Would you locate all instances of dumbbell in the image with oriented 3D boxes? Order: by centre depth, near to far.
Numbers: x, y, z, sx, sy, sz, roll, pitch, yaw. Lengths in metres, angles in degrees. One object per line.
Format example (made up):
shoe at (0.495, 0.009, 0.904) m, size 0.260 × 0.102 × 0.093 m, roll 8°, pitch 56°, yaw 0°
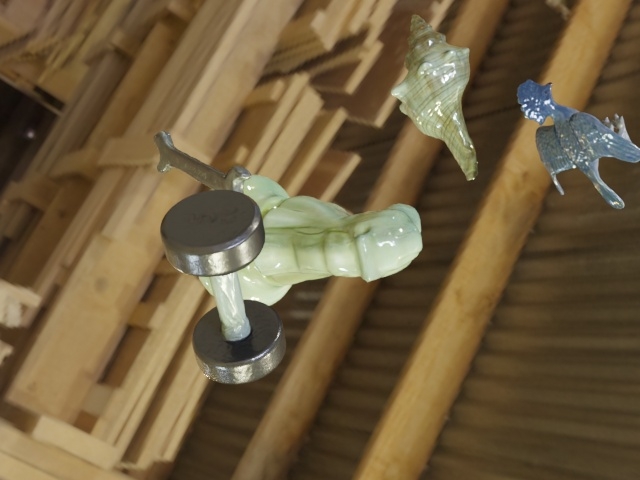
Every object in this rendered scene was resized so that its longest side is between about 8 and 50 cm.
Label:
dumbbell at (-0.095, 0.050, 1.075) m, size 0.100 × 0.191 × 0.100 m, roll -6°, pitch -141°, yaw 5°

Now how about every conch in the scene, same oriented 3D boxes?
conch at (0.159, -0.207, 1.532) m, size 0.137 × 0.114 × 0.233 m, roll -75°, pitch 160°, yaw -77°

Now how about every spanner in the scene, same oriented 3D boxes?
spanner at (-0.137, -0.079, 1.202) m, size 0.254 × 0.015 × 0.054 m, roll 28°, pitch -60°, yaw 56°

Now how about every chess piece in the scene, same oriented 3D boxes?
chess piece at (0.000, 0.000, 1.277) m, size 0.298 × 0.176 × 0.175 m, roll 0°, pitch -122°, yaw 40°

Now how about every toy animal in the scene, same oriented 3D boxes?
toy animal at (0.436, -0.164, 1.826) m, size 0.239 × 0.176 × 0.255 m, roll 144°, pitch -71°, yaw -73°
